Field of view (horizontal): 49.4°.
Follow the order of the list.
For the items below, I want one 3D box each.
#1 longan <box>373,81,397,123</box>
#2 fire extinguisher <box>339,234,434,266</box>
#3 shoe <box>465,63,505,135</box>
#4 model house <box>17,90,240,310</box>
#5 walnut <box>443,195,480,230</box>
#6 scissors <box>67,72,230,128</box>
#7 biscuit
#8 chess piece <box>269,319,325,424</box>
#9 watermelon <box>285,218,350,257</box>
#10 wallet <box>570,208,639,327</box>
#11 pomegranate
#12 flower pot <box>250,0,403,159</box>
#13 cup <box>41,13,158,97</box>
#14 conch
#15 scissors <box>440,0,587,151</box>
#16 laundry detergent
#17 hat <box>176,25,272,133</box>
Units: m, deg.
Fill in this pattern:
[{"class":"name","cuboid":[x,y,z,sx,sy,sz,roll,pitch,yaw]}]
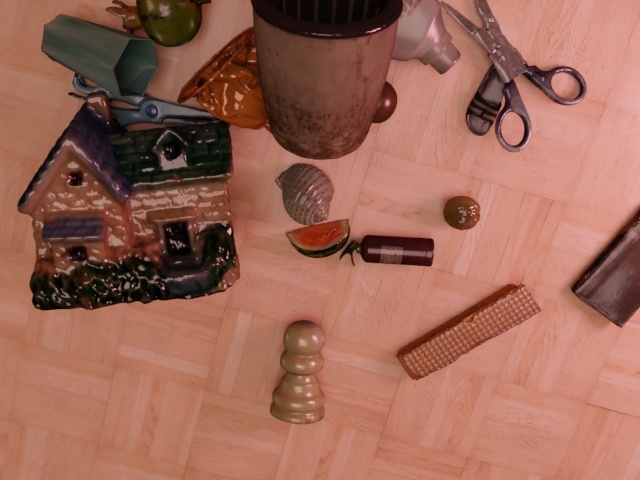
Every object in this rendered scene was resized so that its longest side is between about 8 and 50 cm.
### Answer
[{"class":"longan","cuboid":[0.121,-0.323,1.610,0.113,0.092,0.114,0,102,1]},{"class":"fire extinguisher","cuboid":[0.163,0.034,1.733,0.230,0.071,0.099,2,134,2]},{"class":"shoe","cuboid":[0.395,-0.330,1.623,0.071,0.049,0.179,21,106,-4]},{"class":"model house","cuboid":[-0.409,-0.110,1.525,0.444,0.395,0.400,-3,111,-6]},{"class":"walnut","cuboid":[0.343,-0.067,1.689,0.092,0.092,0.092,0,107,2]},{"class":"scissors","cuboid":[-0.405,-0.317,1.660,0.392,0.032,0.180,10,106,0]},{"class":"biscuit","cuboid":[0.374,0.234,1.789,0.378,0.054,0.094,-33,102,11]},{"class":"chess piece","cuboid":[-0.048,0.328,1.797,0.144,0.144,0.252,6,100,0]},{"class":"watermelon","cuboid":[0.002,0.009,1.726,0.163,0.069,0.087,-14,106,4]},{"class":"wallet","cuboid":[0.786,0.052,1.729,0.169,0.044,0.317,36,103,-5]},{"class":"pomegranate","cuboid":[-0.361,-0.513,1.558,0.220,0.156,0.156,10,110,32]},{"class":"flower pot","cuboid":[0.009,-0.355,1.440,0.293,0.294,0.330,2,135,1]},{"class":"cup","cuboid":[-0.500,-0.414,1.555,0.235,0.134,0.148,22,79,20]},{"class":"conch","cuboid":[-0.032,-0.112,1.679,0.135,0.102,0.153,-44,101,-2]},{"class":"scissors","cuboid":[0.418,-0.412,1.589,0.256,0.029,0.383,-41,99,-5]},{"class":"laundry detergent","cuboid":[0.139,-0.515,1.542,0.397,0.125,0.264,42,103,-12]},{"class":"hat","cuboid":[-0.163,-0.312,1.578,0.233,0.244,0.233,-35,116,19]}]
